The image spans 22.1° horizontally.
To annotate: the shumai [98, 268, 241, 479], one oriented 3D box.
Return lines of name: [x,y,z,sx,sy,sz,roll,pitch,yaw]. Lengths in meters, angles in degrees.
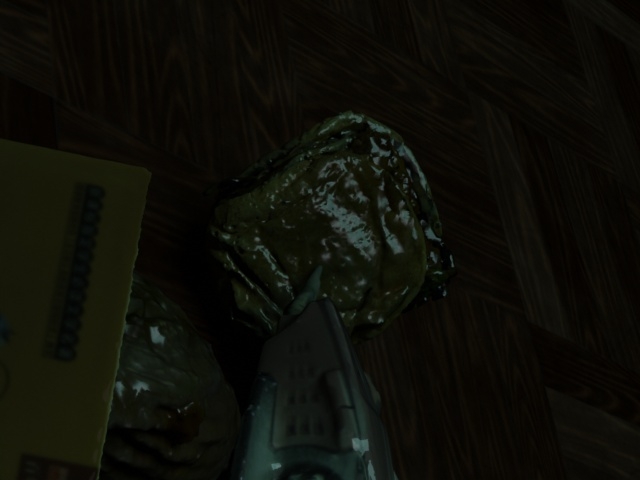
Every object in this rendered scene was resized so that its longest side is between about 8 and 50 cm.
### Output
shumai: [-0.202,0.037,1.051,0.346,0.217,0.283,20,46,-39]

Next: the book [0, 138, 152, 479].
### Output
book: [-0.292,0.024,0.837,0.389,0.032,0.269,11,49,-9]

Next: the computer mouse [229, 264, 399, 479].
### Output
computer mouse: [0.006,0.173,1.217,0.199,0.115,0.389,89,8,-47]

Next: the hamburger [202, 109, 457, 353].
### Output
hamburger: [0.000,0.000,1.407,0.183,0.206,0.130,63,-7,-7]
